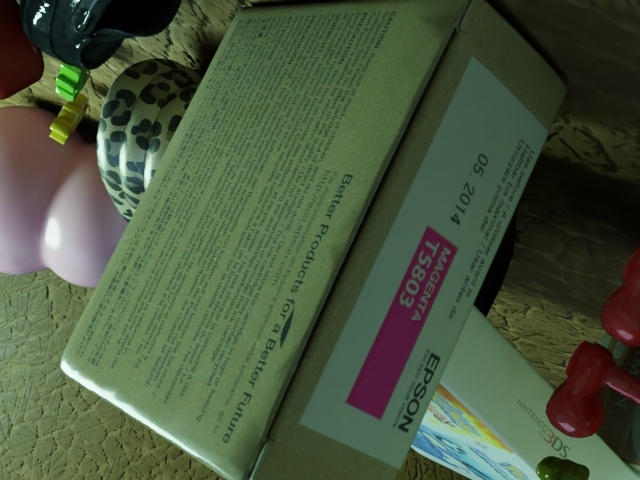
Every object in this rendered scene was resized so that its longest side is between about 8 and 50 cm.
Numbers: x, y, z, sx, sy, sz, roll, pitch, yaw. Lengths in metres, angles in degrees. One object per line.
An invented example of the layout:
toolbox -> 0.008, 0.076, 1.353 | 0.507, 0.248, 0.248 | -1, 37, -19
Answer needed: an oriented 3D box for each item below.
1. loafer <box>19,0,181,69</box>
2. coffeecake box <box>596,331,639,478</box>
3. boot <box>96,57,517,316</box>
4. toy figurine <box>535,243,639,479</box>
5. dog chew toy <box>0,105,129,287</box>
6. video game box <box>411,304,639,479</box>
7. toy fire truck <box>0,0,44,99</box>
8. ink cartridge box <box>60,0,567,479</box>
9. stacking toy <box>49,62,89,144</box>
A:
loafer -> -0.116, -0.135, 0.523 | 0.078, 0.076, 0.223 | 35, 166, -5
coffeecake box -> 0.239, 0.080, 0.555 | 0.068, 0.142, 0.185 | 29, 170, -16
boot -> 0.000, 0.000, 0.771 | 0.284, 0.138, 0.377 | 25, 171, 13
toy figurine -> 0.120, 0.117, 0.281 | 0.191, 0.363, 0.217 | 32, -150, 25
dog chew toy -> -0.286, -0.036, 1.173 | 0.331, 0.207, 0.206 | 18, 170, 2
video game box -> 0.073, 0.093, 0.585 | 0.205, 0.048, 0.187 | 44, 161, -30
toy fire truck -> -0.324, -0.171, 0.616 | 0.254, 0.169, 0.302 | 60, 161, -17
ink cartridge box -> -0.011, -0.003, 0.493 | 0.088, 0.235, 0.193 | 33, 169, -38
stacking toy -> -0.284, -0.170, 0.861 | 0.167, 0.052, 0.221 | 31, 165, -10
